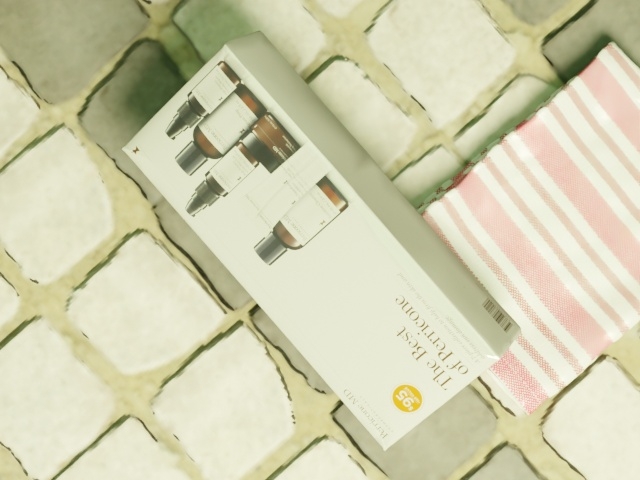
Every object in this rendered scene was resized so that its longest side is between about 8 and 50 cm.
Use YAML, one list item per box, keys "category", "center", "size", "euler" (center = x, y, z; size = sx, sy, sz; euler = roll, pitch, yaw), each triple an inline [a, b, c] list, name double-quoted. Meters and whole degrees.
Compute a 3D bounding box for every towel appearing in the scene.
- category: "towel"
  center: [0.154, -0.008, 0.985]
  size: [0.197, 0.029, 0.144]
  euler: [-41, 89, -3]

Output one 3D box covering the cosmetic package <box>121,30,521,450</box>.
- category: "cosmetic package"
  center: [0.000, 0.000, 0.949]
  size: [0.239, 0.060, 0.099]
  euler: [48, 117, 2]
